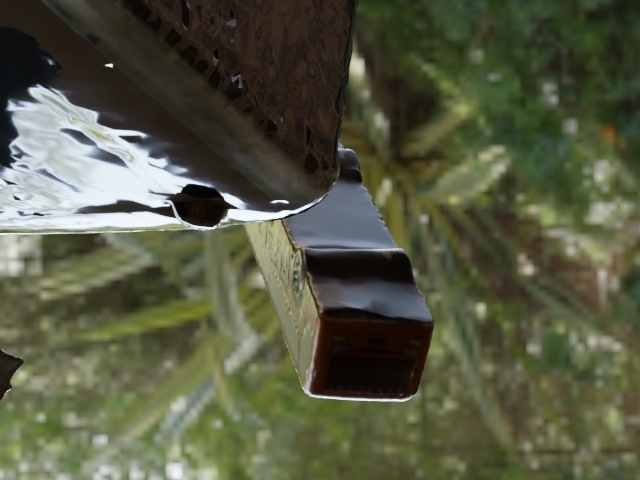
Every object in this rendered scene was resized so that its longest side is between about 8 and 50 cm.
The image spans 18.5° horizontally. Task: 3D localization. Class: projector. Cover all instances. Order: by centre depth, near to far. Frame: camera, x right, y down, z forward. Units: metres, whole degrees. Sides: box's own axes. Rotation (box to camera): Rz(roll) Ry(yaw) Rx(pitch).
[{"bbox_3d":[-0.231,-0.161,1.046,0.405,0.242,0.395,-2,161,24],"label":"projector"}]

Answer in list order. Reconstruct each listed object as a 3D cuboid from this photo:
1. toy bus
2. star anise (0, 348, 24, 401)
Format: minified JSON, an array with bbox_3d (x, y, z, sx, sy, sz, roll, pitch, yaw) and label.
[{"bbox_3d":[0.000,0.000,1.508,0.093,0.092,0.409,3,-157,-12],"label":"toy bus"},{"bbox_3d":[-0.258,0.083,1.071,0.229,0.093,0.236,-13,-166,-39],"label":"star anise"}]
